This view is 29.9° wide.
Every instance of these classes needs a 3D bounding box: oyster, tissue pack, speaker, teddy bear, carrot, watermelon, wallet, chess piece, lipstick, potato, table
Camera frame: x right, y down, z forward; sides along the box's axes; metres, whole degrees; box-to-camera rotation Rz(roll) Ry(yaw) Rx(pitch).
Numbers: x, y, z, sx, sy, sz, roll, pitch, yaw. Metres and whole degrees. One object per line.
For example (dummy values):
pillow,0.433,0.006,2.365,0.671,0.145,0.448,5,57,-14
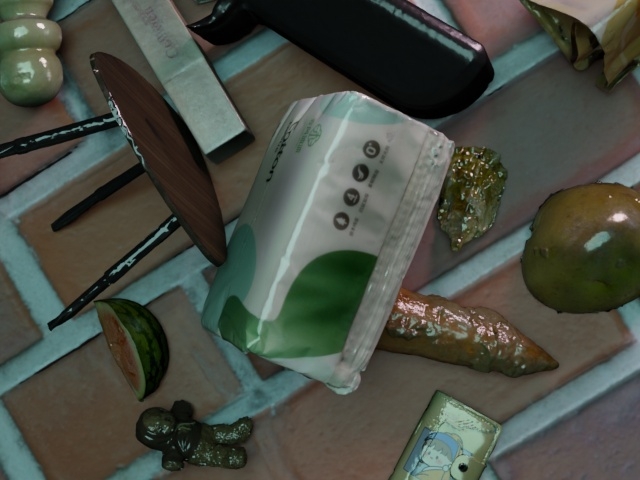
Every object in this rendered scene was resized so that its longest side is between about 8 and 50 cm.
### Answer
oyster,0.203,-0.068,1.683,0.146,0.045,0.121,-44,66,0
tissue pack,-0.001,-0.001,1.570,0.194,0.266,0.356,23,86,-18
speaker,0.033,-0.269,1.665,0.388,0.180,0.184,32,95,11
teddy bear,-0.179,0.279,1.671,0.160,0.078,0.119,13,42,-3
carrot,0.198,0.136,1.637,0.263,0.102,0.102,17,86,4
watermelon,-0.256,0.140,1.716,0.069,0.087,0.163,-21,81,-33
wallet,0.170,0.297,1.637,0.110,0.039,0.155,27,88,11
chess piece,-0.435,-0.318,1.758,0.133,0.133,0.243,-7,86,7
lipstick,-0.221,-0.288,1.743,0.076,0.080,0.371,-32,79,2
potato,0.370,0.006,1.610,0.202,0.117,0.182,-13,84,5
table,-0.298,-0.044,1.600,0.249,0.317,0.317,-29,80,9

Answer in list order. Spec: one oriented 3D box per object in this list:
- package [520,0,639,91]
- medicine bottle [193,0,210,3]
package,0.459,-0.354,1.607,0.311,0.221,0.165,-43,118,-1
medicine bottle,-0.168,-0.417,1.764,0.074,0.055,0.118,-15,81,7
